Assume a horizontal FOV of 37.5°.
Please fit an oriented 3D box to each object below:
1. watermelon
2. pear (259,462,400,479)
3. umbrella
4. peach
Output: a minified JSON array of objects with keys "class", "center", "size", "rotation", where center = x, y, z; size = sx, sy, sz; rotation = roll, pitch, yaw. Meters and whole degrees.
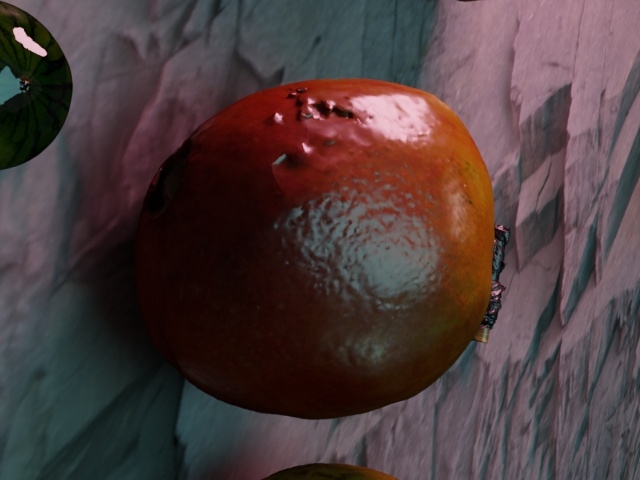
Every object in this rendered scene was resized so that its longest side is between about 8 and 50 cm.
[{"class":"watermelon","center":[-0.188,-0.094,0.559],"size":[0.105,0.062,0.105],"rotation":[-1,91,-53]},{"class":"pear","center":[0.014,0.312,0.751],"size":[0.271,0.271,0.271],"rotation":[-12,105,-53]},{"class":"umbrella","center":[0.205,0.053,1.144],"size":[0.037,0.040,0.144],"rotation":[144,-43,-82]},{"class":"peach","center":[0.000,0.000,0.684],"size":[0.281,0.238,0.281],"rotation":[-19,135,-21]}]
